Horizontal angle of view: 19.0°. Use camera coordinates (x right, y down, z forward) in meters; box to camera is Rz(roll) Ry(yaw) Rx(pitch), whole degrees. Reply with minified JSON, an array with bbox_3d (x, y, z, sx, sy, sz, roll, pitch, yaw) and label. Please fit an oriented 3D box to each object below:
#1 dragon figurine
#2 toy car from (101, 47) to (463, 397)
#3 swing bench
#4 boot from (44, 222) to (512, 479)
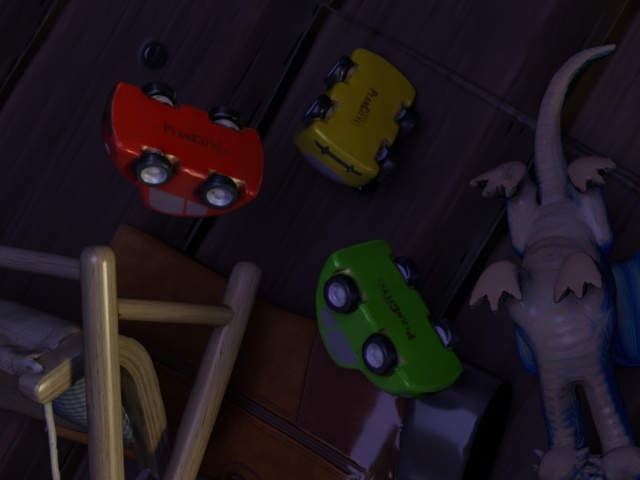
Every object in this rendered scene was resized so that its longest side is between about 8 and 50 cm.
[{"bbox_3d":[0.145,0.027,1.096,0.085,0.144,0.289,-10,46,16],"label":"dragon figurine"},{"bbox_3d":[0.000,0.000,1.091,0.053,0.239,0.225,-45,68,42],"label":"toy car"},{"bbox_3d":[-0.192,0.117,1.121,0.253,0.165,0.255,9,91,34],"label":"swing bench"},{"bbox_3d":[-0.055,0.153,1.152,0.280,0.096,0.264,19,98,22],"label":"boot"}]
